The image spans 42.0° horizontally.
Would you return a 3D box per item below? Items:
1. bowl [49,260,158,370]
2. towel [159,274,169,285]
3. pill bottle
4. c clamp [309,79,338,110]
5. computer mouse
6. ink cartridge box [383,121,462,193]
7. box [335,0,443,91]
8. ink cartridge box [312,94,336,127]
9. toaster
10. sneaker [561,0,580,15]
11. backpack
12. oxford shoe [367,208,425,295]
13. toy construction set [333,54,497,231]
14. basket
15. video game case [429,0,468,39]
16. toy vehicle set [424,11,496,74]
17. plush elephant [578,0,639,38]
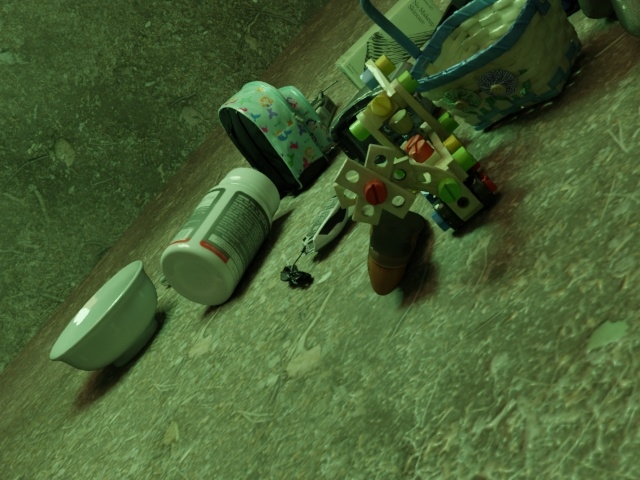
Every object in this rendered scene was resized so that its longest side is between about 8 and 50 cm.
[{"bbox_3d":[-0.472,0.197,1.923,0.298,0.134,0.298,-40,18,16],"label":"bowl"},{"bbox_3d":[-0.294,-0.007,2.159,0.209,0.034,0.285,-28,23,42],"label":"towel"},{"bbox_3d":[-0.199,-0.015,1.741,0.161,0.161,0.283,-28,23,43],"label":"pill bottle"},{"bbox_3d":[-0.015,-0.360,2.177,0.137,0.022,0.160,-37,18,19],"label":"c clamp"},{"bbox_3d":[0.000,0.000,1.458,0.193,0.042,0.106,-56,15,-15],"label":"computer mouse"},{"bbox_3d":[0.164,-0.140,1.379,0.122,0.052,0.088,-44,17,-1],"label":"ink cartridge box"},{"bbox_3d":[0.175,-0.496,2.083,0.275,0.113,0.094,-45,18,4],"label":"box"},{"bbox_3d":[-0.069,-0.273,2.226,0.232,0.066,0.189,-30,22,28],"label":"ink cartridge box"},{"bbox_3d":[0.120,-0.238,1.590,0.227,0.129,0.146,-32,17,41],"label":"toaster"},{"bbox_3d":[0.424,-0.490,1.466,0.182,0.127,0.315,-43,19,-2],"label":"sneaker"},{"bbox_3d":[-0.106,-0.247,1.907,0.191,0.253,0.225,-49,17,-15],"label":"backpack"},{"bbox_3d":[0.098,0.009,1.170,0.212,0.076,0.076,-56,-22,-62],"label":"oxford shoe"},{"bbox_3d":[0.125,-0.123,1.151,0.151,0.215,0.327,-36,19,27],"label":"toy construction set"},{"bbox_3d":[0.229,-0.320,1.239,0.255,0.289,0.201,-22,28,54],"label":"basket"},{"bbox_3d":[0.339,-0.535,1.664,0.275,0.035,0.248,-48,-1,-10],"label":"video game case"},{"bbox_3d":[0.278,-0.393,1.731,0.267,0.035,0.166,-48,17,-11],"label":"toy vehicle set"},{"bbox_3d":[0.469,-0.476,1.143,0.256,0.330,0.272,-22,14,9],"label":"plush elephant"}]
